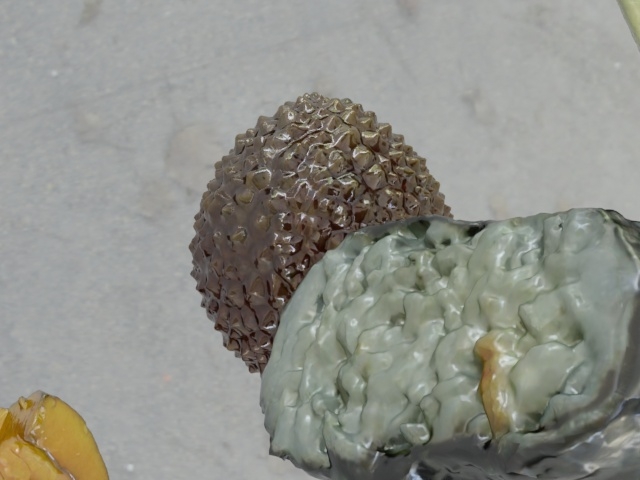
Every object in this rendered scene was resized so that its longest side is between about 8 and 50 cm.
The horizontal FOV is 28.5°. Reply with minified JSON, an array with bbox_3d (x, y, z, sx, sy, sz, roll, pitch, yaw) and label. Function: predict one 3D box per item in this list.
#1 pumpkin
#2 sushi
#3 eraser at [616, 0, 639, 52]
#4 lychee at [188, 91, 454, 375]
[{"bbox_3d":[-0.282,0.274,1.279,0.095,0.258,0.290,-50,120,-45],"label":"pumpkin"},{"bbox_3d":[0.118,0.091,0.840,0.171,0.350,0.211,29,59,-37],"label":"sushi"},{"bbox_3d":[0.270,-0.178,0.990,0.117,0.058,0.172,43,27,-45],"label":"eraser"},{"bbox_3d":[0.000,0.000,1.159,0.267,0.267,0.267,5,82,-40],"label":"lychee"}]
